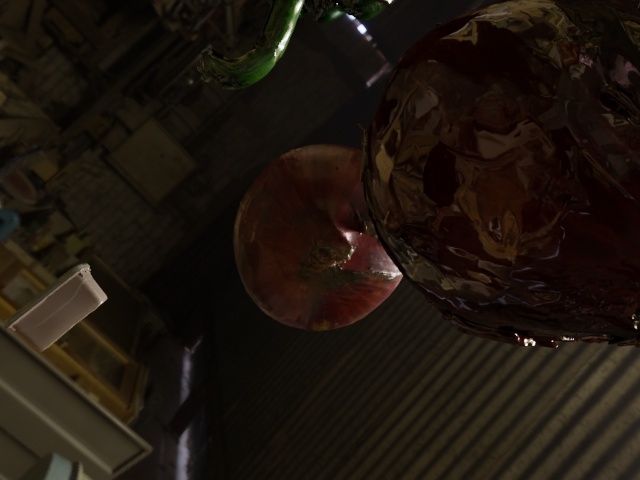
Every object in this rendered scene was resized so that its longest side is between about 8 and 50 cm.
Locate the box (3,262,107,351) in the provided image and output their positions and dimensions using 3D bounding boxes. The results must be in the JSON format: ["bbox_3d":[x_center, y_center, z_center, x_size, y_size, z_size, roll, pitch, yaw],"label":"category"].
[{"bbox_3d":[-0.347,0.090,0.835,0.122,0.062,0.089,-41,-171,-11],"label":"box"}]

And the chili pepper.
[{"bbox_3d":[-0.014,-0.242,0.510,0.165,0.174,0.261,1,108,-61],"label":"chili pepper"}]

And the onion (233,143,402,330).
[{"bbox_3d":[-0.002,-0.002,0.802,0.248,0.248,0.161,-38,165,18],"label":"onion"}]

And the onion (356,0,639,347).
[{"bbox_3d":[0.151,-0.057,0.411,0.281,0.281,0.221,-67,-179,-55],"label":"onion"}]
